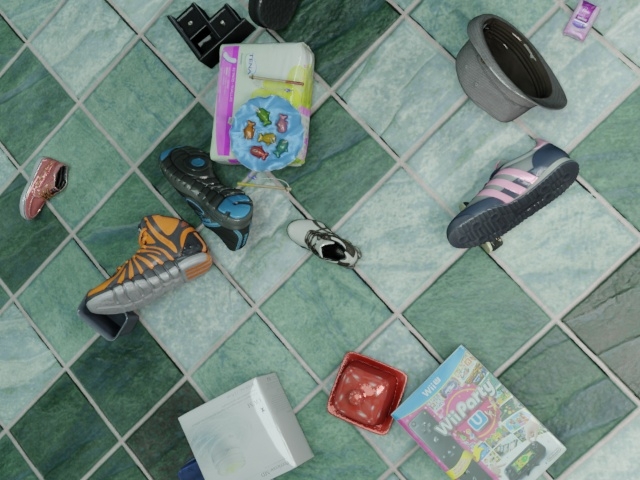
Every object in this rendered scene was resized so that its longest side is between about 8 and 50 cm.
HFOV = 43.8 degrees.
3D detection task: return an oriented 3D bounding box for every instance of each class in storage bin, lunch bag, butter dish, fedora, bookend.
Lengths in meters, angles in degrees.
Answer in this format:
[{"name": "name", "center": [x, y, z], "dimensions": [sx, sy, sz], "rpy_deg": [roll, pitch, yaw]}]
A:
[{"name": "storage bin", "center": [-0.527, 0.182, 2.020], "dimensions": [0.135, 0.091, 0.098], "rpy_deg": [34, 96, 16]}, {"name": "lunch bag", "center": [-0.292, 0.558, 1.931], "dimensions": [0.098, 0.065, 0.067], "rpy_deg": [-30, 95, 19]}, {"name": "butter dish", "center": [0.093, 0.349, 1.798], "dimensions": [0.160, 0.118, 0.159], "rpy_deg": [20, 92, 18]}, {"name": "fedora", "center": [0.391, -0.354, 1.727], "dimensions": [0.124, 0.244, 0.275], "rpy_deg": [-43, 76, 41]}, {"name": "bookend", "center": [-0.274, -0.546, 2.002], "dimensions": [0.157, 0.072, 0.156], "rpy_deg": [-38, 76, 11]}]

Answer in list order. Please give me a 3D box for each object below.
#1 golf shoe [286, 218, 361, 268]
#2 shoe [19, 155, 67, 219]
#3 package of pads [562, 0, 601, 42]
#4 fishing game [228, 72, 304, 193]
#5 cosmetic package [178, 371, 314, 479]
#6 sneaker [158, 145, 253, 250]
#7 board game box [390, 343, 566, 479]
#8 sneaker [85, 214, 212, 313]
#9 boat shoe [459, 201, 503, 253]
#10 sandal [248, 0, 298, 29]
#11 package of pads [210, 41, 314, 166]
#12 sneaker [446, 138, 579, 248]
[{"name": "golf shoe", "center": [0.000, 0.000, 1.867], "dimensions": [0.198, 0.094, 0.077], "rpy_deg": [24, 94, 19]}, {"name": "shoe", "center": [-0.735, -0.133, 2.121], "dimensions": [0.081, 0.063, 0.177], "rpy_deg": [17, 87, 23]}, {"name": "package of pads", "center": [0.574, -0.482, 1.753], "dimensions": [0.050, 0.032, 0.083], "rpy_deg": [29, 95, 14]}, {"name": "fishing game", "center": [-0.130, -0.250, 1.849], "dimensions": [0.189, 0.041, 0.264], "rpy_deg": [12, 95, 15]}, {"name": "cosmetic package", "center": [-0.173, 0.461, 1.865], "dimensions": [0.224, 0.138, 0.224], "rpy_deg": [-30, 79, 14]}, {"name": "sneaker", "center": [-0.289, -0.106, 1.945], "dimensions": [0.125, 0.139, 0.341], "rpy_deg": [-25, 52, -27]}, {"name": "board game box", "center": [0.338, 0.410, 1.722], "dimensions": [0.224, 0.097, 0.303], "rpy_deg": [-46, 75, 4]}, {"name": "sneaker", "center": [-0.443, 0.052, 1.964], "dimensions": [0.321, 0.124, 0.180], "rpy_deg": [-24, 66, -18]}, {"name": "boat shoe", "center": [0.358, -0.034, 1.784], "dimensions": [0.042, 0.049, 0.133], "rpy_deg": [-28, 71, -12]}, {"name": "sandal", "center": [-0.077, -0.732, 1.915], "dimensions": [0.107, 0.168, 0.445], "rpy_deg": [28, 95, 35]}, {"name": "package of pads", "center": [-0.136, -0.329, 1.928], "dimensions": [0.229, 0.101, 0.296], "rpy_deg": [3, 88, 18]}, {"name": "sneaker", "center": [0.396, -0.103, 1.736], "dimensions": [0.319, 0.112, 0.131], "rpy_deg": [-31, 49, -1]}]
